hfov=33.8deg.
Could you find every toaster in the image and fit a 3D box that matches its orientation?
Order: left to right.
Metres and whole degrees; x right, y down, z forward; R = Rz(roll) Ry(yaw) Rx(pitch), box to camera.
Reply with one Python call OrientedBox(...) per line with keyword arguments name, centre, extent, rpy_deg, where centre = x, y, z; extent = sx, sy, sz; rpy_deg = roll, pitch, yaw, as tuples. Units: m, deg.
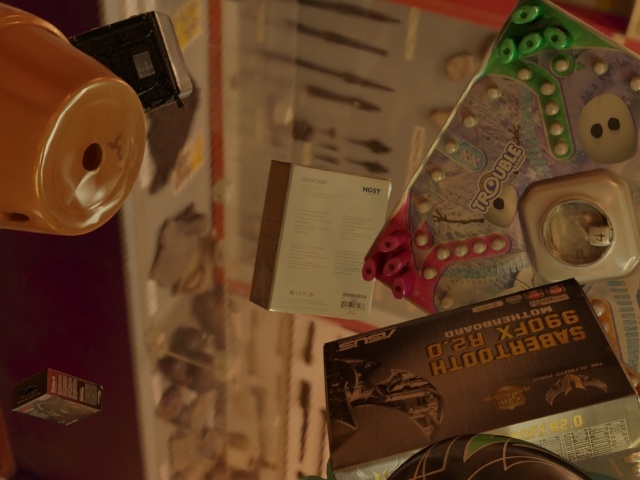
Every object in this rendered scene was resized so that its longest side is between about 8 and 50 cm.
OrientedBox(name="toaster", centre=(-0.325, -0.297, 1.845), extent=(0.110, 0.168, 0.185), rpy_deg=(-53, 126, -74))

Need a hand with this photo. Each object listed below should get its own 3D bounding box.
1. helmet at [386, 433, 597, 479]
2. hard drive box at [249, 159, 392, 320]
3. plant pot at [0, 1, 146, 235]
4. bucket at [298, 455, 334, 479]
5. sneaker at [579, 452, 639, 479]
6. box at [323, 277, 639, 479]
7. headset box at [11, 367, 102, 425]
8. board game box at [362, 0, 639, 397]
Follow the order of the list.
OrientedBox(name="helmet", centre=(0.099, 0.191, 0.612), extent=(0.169, 0.161, 0.169), rpy_deg=(-159, -90, -87))
OrientedBox(name="hard drive box", centre=(0.000, 0.000, 1.675), extent=(0.089, 0.181, 0.232), rpy_deg=(19, -80, 65))
OrientedBox(name="plant pot", centre=(-0.355, -0.131, 1.300), extent=(0.291, 0.203, 0.291), rpy_deg=(-44, 144, -43))
OrientedBox(name="bucket", centre=(0.114, 0.311, 1.137), extent=(0.281, 0.183, 0.281), rpy_deg=(-26, 152, -15))
OrientedBox(name="sneaker", centre=(0.453, 0.332, 1.538), extent=(0.208, 0.319, 0.127), rpy_deg=(-52, 138, -17))
OrientedBox(name="box", centre=(0.120, 0.122, 0.848), extent=(0.183, 0.231, 0.056), rpy_deg=(-92, 166, -65))
OrientedBox(name="headset box", centre=(-0.288, 0.169, 1.142), extent=(0.083, 0.062, 0.032), rpy_deg=(29, 46, -45))
OrientedBox(name="board game box", centre=(0.286, -0.009, 1.174), extent=(0.390, 0.390, 0.050), rpy_deg=(-60, 168, 25))
